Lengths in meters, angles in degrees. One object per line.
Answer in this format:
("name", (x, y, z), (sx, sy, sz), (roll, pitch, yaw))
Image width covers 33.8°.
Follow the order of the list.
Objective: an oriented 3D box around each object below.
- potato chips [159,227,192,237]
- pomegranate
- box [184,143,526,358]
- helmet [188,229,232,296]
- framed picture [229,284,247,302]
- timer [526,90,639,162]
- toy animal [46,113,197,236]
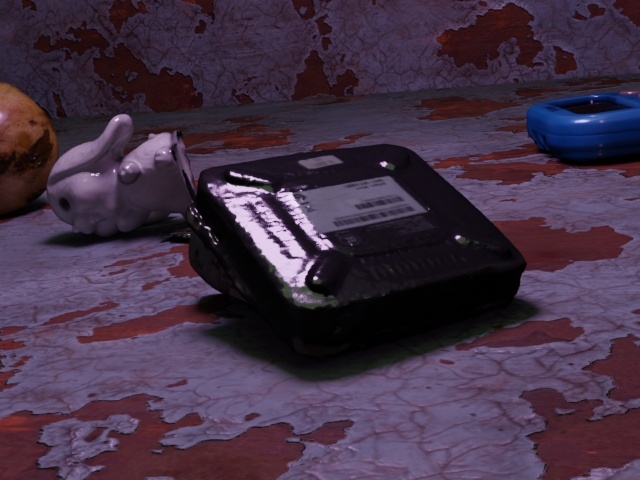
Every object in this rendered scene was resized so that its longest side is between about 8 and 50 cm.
("potato chips", (-0.186, -0.023, 1.918), (0.209, 0.026, 0.142), (-6, 16, 5))
("pomegranate", (-0.740, -0.201, 2.325), (0.322, 0.322, 0.322), (-6, 14, 2))
("box", (0.042, -0.010, 1.358), (0.359, 0.091, 0.350), (-11, 40, -28))
("helmet", (-0.093, 0.018, 1.480), (0.177, 0.153, 0.107), (-9, 39, -19))
("framed picture", (0.026, 0.060, 1.397), (0.184, 0.016, 0.250), (21, 26, 29))
("timer", (0.616, -0.249, 2.259), (0.309, 0.115, 0.340), (-7, 14, -4))
("toy animal", (-0.365, -0.122, 1.976), (0.289, 0.249, 0.174), (-1, 45, -13))
